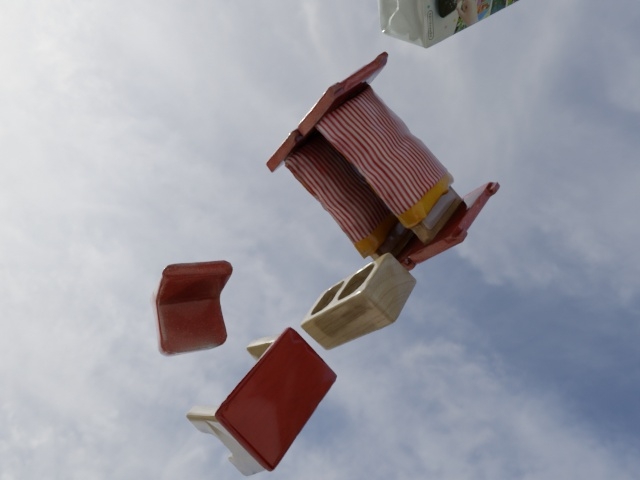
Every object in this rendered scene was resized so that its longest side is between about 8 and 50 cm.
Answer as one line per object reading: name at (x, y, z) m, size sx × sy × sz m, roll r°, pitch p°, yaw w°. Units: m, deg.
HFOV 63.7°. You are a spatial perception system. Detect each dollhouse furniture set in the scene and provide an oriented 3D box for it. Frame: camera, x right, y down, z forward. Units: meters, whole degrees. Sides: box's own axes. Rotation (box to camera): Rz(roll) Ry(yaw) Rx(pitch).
dollhouse furniture set at (0.000, 0.000, 0.495) m, size 0.201 × 0.374 × 0.152 m, roll 47°, pitch -40°, yaw -5°

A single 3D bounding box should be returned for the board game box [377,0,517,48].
board game box at (0.210, -0.420, 0.663) m, size 0.097 × 0.303 × 0.224 m, roll 40°, pitch -25°, yaw 41°
